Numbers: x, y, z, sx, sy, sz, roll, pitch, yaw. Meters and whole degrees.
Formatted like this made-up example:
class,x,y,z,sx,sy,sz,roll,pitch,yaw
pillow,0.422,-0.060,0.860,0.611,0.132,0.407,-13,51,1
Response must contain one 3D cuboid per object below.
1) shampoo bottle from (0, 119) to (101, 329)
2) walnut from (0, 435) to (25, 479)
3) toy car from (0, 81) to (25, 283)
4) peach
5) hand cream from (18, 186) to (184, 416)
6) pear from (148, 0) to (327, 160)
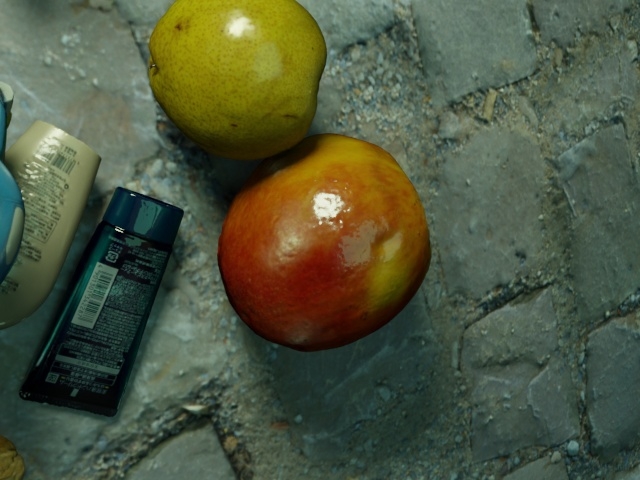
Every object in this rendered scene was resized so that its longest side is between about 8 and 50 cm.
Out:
class,x,y,z,sx,sy,sz,roll,pitch,yaw
shampoo bottle,-0.331,0.002,0.790,0.127,0.078,0.256,33,77,-23
walnut,-0.372,0.257,0.804,0.096,0.082,0.079,-32,82,-32
toy car,-0.357,-0.085,0.670,0.166,0.198,0.314,-31,94,-40
peach,0.000,0.000,0.927,0.238,0.281,0.280,46,64,-77
hand cream,-0.248,0.075,0.877,0.120,0.061,0.270,21,90,-33
pear,-0.096,-0.196,0.849,0.209,0.209,0.208,-6,100,-34
